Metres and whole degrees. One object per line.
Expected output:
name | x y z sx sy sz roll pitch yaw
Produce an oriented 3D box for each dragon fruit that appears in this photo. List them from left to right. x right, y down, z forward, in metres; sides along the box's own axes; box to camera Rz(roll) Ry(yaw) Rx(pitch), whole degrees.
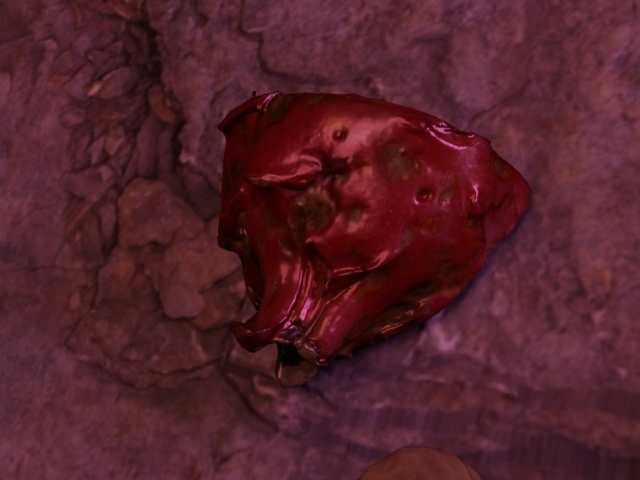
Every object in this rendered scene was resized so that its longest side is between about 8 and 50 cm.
dragon fruit | 0.000 0.000 1.058 0.262 0.134 0.211 1 68 34

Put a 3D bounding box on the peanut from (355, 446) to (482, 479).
peanut | 0.017 0.257 0.913 0.125 0.111 0.274 15 73 42
